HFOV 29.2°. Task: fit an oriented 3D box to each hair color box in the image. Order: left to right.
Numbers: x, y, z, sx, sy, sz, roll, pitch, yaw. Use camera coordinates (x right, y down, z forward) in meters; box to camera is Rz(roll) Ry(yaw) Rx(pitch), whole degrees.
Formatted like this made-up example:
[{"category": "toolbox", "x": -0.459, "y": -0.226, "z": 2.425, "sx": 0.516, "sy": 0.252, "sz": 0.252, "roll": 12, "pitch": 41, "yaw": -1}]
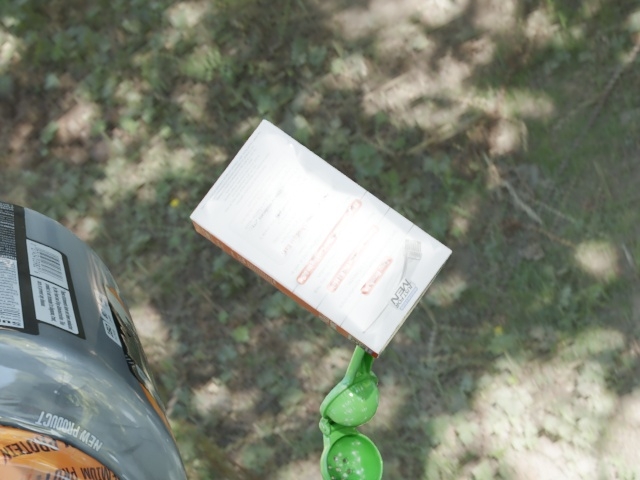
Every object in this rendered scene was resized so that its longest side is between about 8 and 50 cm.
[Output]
[{"category": "hair color box", "x": 0.000, "y": 0.000, "z": 0.895, "sx": 0.167, "sy": 0.053, "sz": 0.093, "roll": 36, "pitch": 82, "yaw": 7}]

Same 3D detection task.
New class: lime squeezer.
[{"category": "lime squeezer", "x": 0.036, "y": 0.164, "z": 1.016, "sx": 0.059, "sy": 0.310, "sz": 0.110, "roll": -10, "pitch": 19, "yaw": -19}]

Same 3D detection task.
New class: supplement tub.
[{"category": "supplement tub", "x": -0.169, "y": 0.105, "z": 0.589, "sx": 0.193, "sy": 0.193, "sz": 0.316, "roll": -38, "pitch": 22, "yaw": -1}]
